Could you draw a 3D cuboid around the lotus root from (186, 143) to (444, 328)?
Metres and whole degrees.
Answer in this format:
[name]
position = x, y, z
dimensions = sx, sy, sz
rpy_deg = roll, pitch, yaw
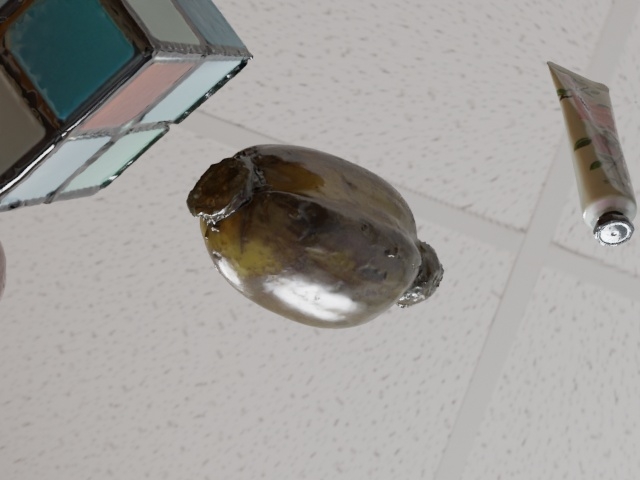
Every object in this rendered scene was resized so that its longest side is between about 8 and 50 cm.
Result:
[lotus root]
position = 0.000, 0.000, 0.879
dimensions = 0.209, 0.120, 0.120
rpy_deg = 23, -75, -32

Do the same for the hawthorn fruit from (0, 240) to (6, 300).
[hawthorn fruit]
position = -0.336, 0.034, 0.872
dimensions = 0.196, 0.196, 0.225
rpy_deg = 41, -115, 7

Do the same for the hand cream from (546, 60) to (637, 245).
[hand cream]
position = 0.267, -0.090, 1.226
dimensions = 0.080, 0.234, 0.050
rpy_deg = 20, -48, -21

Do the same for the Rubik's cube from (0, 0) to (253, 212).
[Rubik's cube]
position = -0.186, -0.141, 0.893
dimensions = 0.180, 0.183, 0.167
rpy_deg = -38, -95, 17
